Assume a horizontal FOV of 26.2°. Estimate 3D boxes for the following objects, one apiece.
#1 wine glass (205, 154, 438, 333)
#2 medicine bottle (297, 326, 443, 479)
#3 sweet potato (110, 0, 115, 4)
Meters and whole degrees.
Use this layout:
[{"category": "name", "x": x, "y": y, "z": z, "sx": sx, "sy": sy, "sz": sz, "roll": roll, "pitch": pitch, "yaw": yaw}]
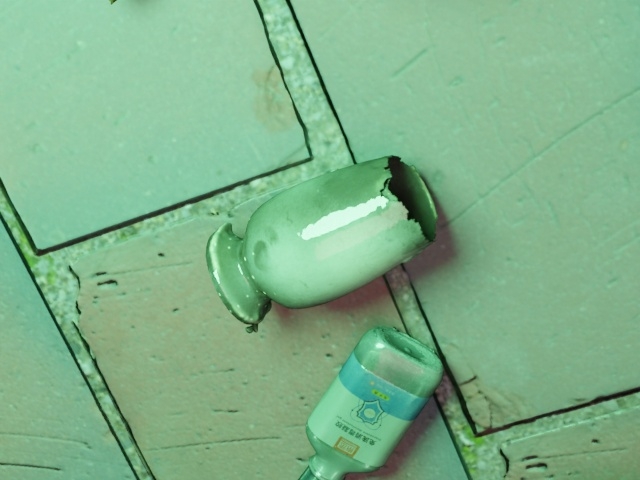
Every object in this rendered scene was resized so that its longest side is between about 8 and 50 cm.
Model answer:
[{"category": "wine glass", "x": 0.000, "y": 0.000, "z": 1.258, "sx": 0.204, "sy": 0.111, "sz": 0.111, "roll": -25, "pitch": 109, "yaw": 20}, {"category": "medicine bottle", "x": 0.037, "y": 0.183, "z": 1.367, "sx": 0.090, "sy": 0.054, "sz": 0.208, "roll": 28, "pitch": 115, "yaw": -6}, {"category": "sweet potato", "x": -0.142, "y": -0.298, "z": 1.174, "sx": 0.068, "sy": 0.060, "sz": 0.206, "roll": 4, "pitch": 120, "yaw": -37}]
